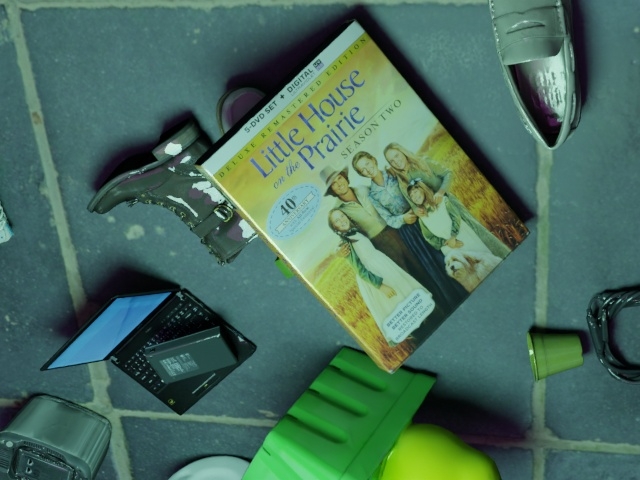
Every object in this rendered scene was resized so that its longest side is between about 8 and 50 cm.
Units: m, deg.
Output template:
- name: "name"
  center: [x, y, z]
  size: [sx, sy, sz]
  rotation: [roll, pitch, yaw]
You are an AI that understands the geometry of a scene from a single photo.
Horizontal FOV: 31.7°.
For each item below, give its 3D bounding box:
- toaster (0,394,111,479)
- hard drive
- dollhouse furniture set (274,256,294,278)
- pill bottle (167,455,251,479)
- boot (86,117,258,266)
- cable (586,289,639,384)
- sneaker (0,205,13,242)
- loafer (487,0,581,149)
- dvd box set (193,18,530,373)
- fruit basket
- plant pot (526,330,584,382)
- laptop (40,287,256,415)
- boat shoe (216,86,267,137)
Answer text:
- name: "toaster"
  center: [-0.484, 0.385, 2.086]
  size: [0.227, 0.146, 0.129]
  rotation: [19, 125, 3]
- name: "hard drive"
  center: [-0.217, 0.196, 1.911]
  size: [0.135, 0.022, 0.094]
  rotation: [-17, 138, 7]
- name: "dollhouse furniture set"
  center: [0.000, 0.000, 1.778]
  size: [0.151, 0.058, 0.076]
  rotation: [-26, 112, 27]
- name: "pill bottle"
  center: [-0.175, 0.601, 2.111]
  size: [0.204, 0.204, 0.361]
  rotation: [1, 122, 13]
- name: "boot"
  center: [-0.217, -0.046, 1.785]
  size: [0.263, 0.091, 0.229]
  rotation: [-30, 110, 26]
- name: "cable"
  center: [0.502, 0.151, 1.763]
  size: [0.150, 0.047, 0.184]
  rotation: [-15, 114, 16]
- name: "sneaker"
  center: [-0.552, -0.040, 1.893]
  size: [0.083, 0.071, 0.191]
  rotation: [21, 133, -7]
- name: "loafer"
  center: [0.287, -0.273, 1.504]
  size: [0.112, 0.111, 0.319]
  rotation: [-12, 117, 21]
- name: "dvd box set"
  center: [0.069, -0.060, 1.623]
  size: [0.307, 0.062, 0.420]
  rotation: [-44, 107, -8]
- name: "fruit basket"
  center: [0.101, 0.378, 1.805]
  size: [0.392, 0.392, 0.283]
  rotation: [27, 124, -3]
- name: "plant pot"
  center: [0.375, 0.179, 1.793]
  size: [0.079, 0.083, 0.083]
  rotation: [-10, 119, 5]
- name: "laptop"
  center: [-0.292, 0.203, 1.931]
  size: [0.264, 0.136, 0.234]
  rotation: [41, 122, -12]
- name: "boat shoe"
  center: [-0.047, -0.095, 1.671]
  size: [0.113, 0.103, 0.302]
  rotation: [-35, 105, -10]
